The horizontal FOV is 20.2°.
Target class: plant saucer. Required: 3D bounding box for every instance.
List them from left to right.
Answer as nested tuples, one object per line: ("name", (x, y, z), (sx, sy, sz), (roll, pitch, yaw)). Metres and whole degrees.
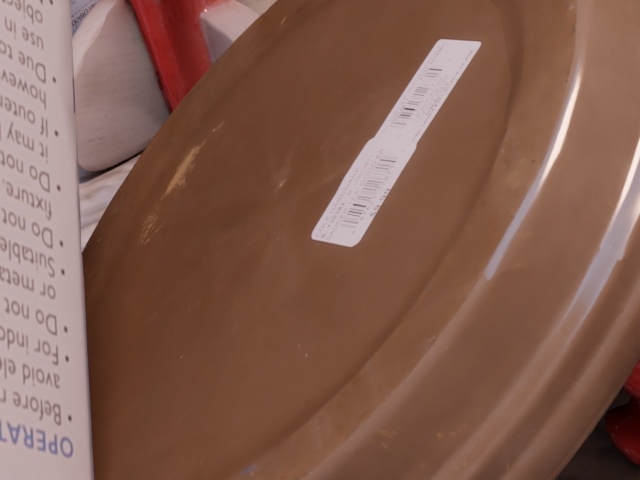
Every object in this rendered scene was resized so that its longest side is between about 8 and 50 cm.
("plant saucer", (0.000, 0.000, 0.535), (0.278, 0.041, 0.278), (-37, 30, 27))

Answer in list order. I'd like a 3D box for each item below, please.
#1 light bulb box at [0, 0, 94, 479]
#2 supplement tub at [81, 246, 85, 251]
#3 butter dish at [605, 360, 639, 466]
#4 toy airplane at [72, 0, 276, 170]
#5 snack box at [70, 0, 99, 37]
("light bulb box", (-0.269, -0.018, 0.515), (0.358, 0.361, 0.225), (-15, -21, 29))
("supplement tub", (-0.119, 0.043, 0.730), (0.107, 0.071, 0.071), (-13, 25, 15))
("butter dish", (0.127, 0.019, 0.558), (0.160, 0.118, 0.160), (18, 15, -19))
("toy airplane", (-0.133, -0.221, 0.936), (0.272, 0.384, 0.386), (-9, -28, -33))
("snack box", (-0.204, -0.161, 1.259), (0.100, 0.037, 0.141), (-7, 27, 29))
